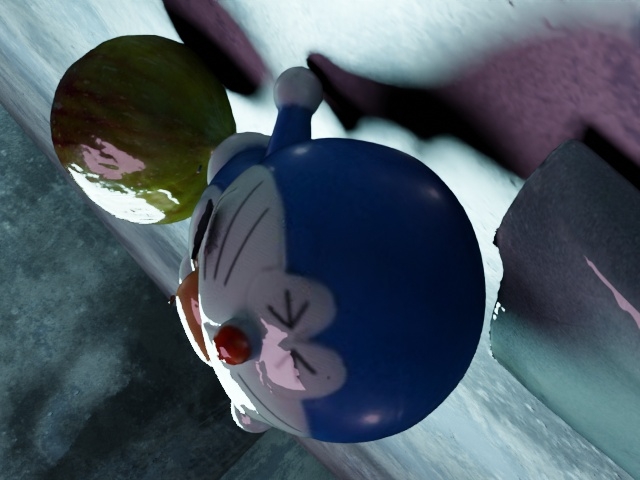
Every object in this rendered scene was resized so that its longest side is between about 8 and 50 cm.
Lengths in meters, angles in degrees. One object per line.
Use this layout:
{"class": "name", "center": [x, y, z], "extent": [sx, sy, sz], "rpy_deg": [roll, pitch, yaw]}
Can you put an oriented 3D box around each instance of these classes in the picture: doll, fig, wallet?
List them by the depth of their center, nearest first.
{"class": "wallet", "center": [0.187, 0.099, 0.524], "extent": [0.251, 0.054, 0.290], "rpy_deg": [46, 170, 23]}
{"class": "doll", "center": [-0.016, 0.009, 0.609], "extent": [0.257, 0.161, 0.215], "rpy_deg": [-156, 69, -64]}
{"class": "fig", "center": [-0.083, -0.065, 0.775], "extent": [0.245, 0.149, 0.149], "rpy_deg": [18, 155, 30]}
